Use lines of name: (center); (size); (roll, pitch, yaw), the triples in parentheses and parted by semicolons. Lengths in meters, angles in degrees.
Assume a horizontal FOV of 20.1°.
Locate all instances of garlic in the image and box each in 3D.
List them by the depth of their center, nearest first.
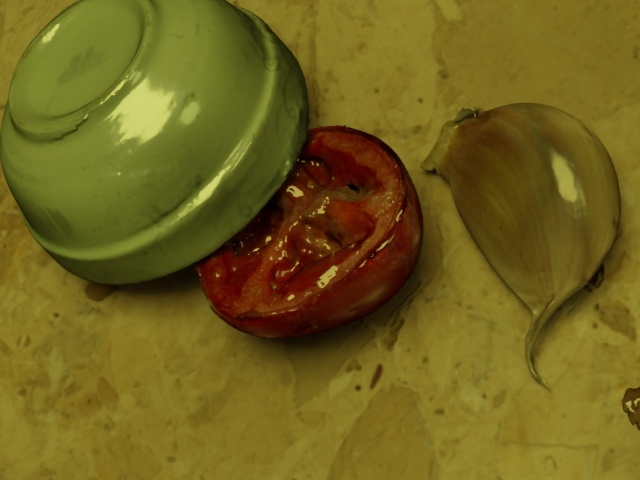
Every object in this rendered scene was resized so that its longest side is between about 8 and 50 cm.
garlic: (0.204, -0.016, 1.600); (0.129, 0.148, 0.266); (0, 53, -23)

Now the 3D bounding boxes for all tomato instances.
tomato: (0.004, 0.002, 1.651); (0.228, 0.101, 0.228); (-20, 47, 23)

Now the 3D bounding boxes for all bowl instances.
bowl: (-0.180, -0.123, 1.703); (0.307, 0.163, 0.307); (-20, 47, 23)

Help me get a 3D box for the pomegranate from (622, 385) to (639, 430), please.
pomegranate: (0.335, 0.120, 1.431); (0.196, 0.196, 0.196); (-8, 62, 15)
